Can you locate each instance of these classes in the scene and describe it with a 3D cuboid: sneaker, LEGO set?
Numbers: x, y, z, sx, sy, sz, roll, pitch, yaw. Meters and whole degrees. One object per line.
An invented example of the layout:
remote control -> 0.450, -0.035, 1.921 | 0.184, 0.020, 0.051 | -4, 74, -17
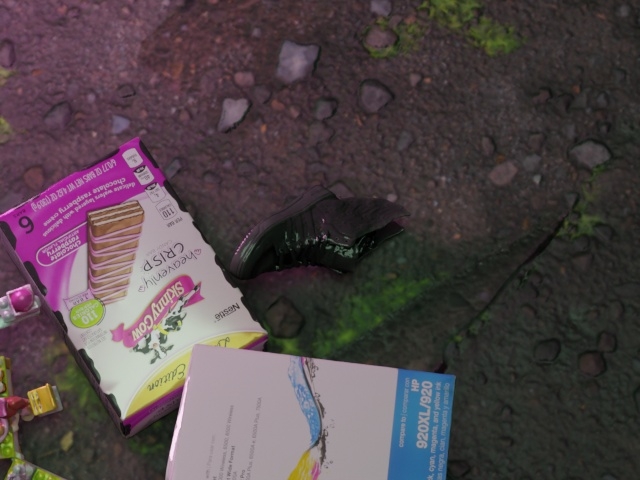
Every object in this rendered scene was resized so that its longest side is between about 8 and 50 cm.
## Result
sneaker -> -0.001, 0.002, 1.838 | 0.089, 0.051, 0.170 | 35, 50, 19
LEGO set -> -0.254, 0.183, 1.737 | 0.132, 0.107, 0.287 | -30, 80, 0

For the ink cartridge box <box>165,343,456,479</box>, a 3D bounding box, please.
ink cartridge box -> -0.012, 0.211, 1.700 | 0.232, 0.171, 0.168 | 7, 57, 1

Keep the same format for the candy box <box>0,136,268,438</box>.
candy box -> -0.175, 0.043, 1.823 | 0.159, 0.071, 0.233 | -31, 75, -13
